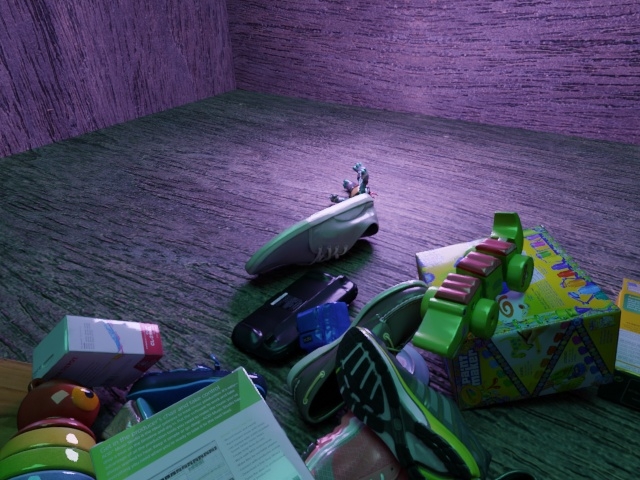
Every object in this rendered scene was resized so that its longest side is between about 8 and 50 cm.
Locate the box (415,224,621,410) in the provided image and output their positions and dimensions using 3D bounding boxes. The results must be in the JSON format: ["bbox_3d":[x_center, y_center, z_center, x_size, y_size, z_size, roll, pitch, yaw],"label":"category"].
[{"bbox_3d":[0.362,0.138,0.893,0.278,0.177,0.290,-12,30,6],"label":"box"}]

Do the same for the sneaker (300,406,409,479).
[{"bbox_3d":[0.059,0.345,0.672,0.136,0.116,0.313,21,37,30],"label":"sneaker"}]

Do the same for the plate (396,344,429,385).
[{"bbox_3d":[0.125,0.255,0.909,0.188,0.024,0.188,-2,30,1],"label":"plate"}]

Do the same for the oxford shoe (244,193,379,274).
[{"bbox_3d":[0.000,0.000,1.241,0.449,0.169,0.130,-26,83,-32],"label":"oxford shoe"}]

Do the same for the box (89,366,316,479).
[{"bbox_3d":[-0.126,0.332,0.557,0.232,0.059,0.322,-23,43,-25],"label":"box"}]

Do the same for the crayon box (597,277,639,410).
[{"bbox_3d":[0.690,0.216,0.893,0.203,0.083,0.323,18,36,29],"label":"crayon box"}]

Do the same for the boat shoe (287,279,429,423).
[{"bbox_3d":[0.086,0.200,0.815,0.324,0.117,0.097,-37,27,-2],"label":"boat shoe"}]

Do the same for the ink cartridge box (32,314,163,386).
[{"bbox_3d":[-0.397,0.203,0.809,0.175,0.127,0.072,21,37,-49],"label":"ink cartridge box"}]

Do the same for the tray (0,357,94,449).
[{"bbox_3d":[-0.657,0.303,0.813,0.410,0.076,0.203,7,32,12],"label":"tray"}]

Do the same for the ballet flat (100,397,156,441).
[{"bbox_3d":[-0.255,0.372,0.676,0.106,0.108,0.316,-39,38,-18],"label":"ballet flat"}]

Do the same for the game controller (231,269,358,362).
[{"bbox_3d":[-0.054,0.164,1.050,0.166,0.067,0.319,6,28,40],"label":"game controller"}]

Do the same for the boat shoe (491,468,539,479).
[{"bbox_3d":[0.166,0.406,0.580,0.334,0.096,0.112,-20,35,-28],"label":"boat shoe"}]

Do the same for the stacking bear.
[{"bbox_3d":[-0.390,0.328,0.648,0.164,0.175,0.289,-37,39,9],"label":"stacking bear"}]

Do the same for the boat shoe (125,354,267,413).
[{"bbox_3d":[-0.226,0.261,0.836,0.258,0.109,0.089,1,27,1],"label":"boat shoe"}]

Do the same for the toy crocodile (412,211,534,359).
[{"bbox_3d":[0.268,0.070,0.774,0.115,0.105,0.340,16,44,43],"label":"toy crocodile"}]

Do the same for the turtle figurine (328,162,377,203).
[{"bbox_3d":[0.116,-0.173,1.549,0.175,0.118,0.234,-36,19,23],"label":"turtle figurine"}]

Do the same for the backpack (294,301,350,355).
[{"bbox_3d":[0.006,0.195,0.912,0.101,0.120,0.098,5,-25,-42],"label":"backpack"}]

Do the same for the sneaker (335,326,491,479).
[{"bbox_3d":[0.135,0.255,0.693,0.121,0.111,0.300,5,38,-50],"label":"sneaker"}]
